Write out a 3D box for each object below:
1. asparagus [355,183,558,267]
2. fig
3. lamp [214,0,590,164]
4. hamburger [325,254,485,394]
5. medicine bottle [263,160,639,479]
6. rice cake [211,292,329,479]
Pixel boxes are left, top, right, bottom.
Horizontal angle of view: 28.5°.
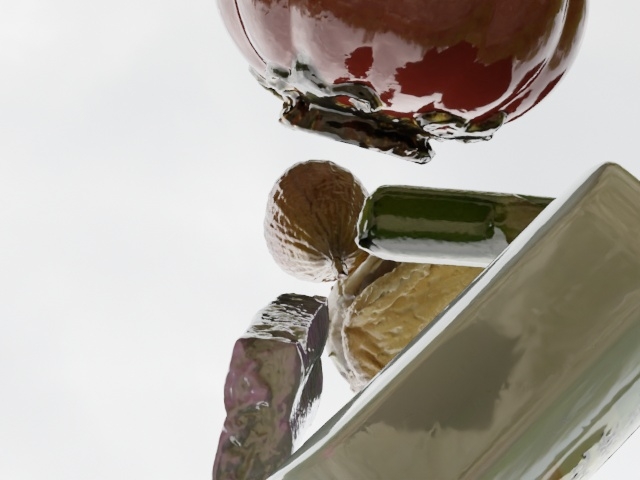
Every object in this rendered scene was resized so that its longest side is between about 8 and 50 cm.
[{"bbox_3d":[0.165,-0.004,0.908,0.278,0.067,0.060,6,-123,9],"label":"asparagus"},{"bbox_3d":[-0.006,0.002,1.179,0.119,0.119,0.153,12,-135,3],"label":"fig"},{"bbox_3d":[0.049,-0.155,0.748,0.227,0.227,0.227,4,-132,-4],"label":"lamp"},{"bbox_3d":[0.145,0.086,1.346,0.286,0.243,0.146,-2,-155,-10],"label":"hamburger"},{"bbox_3d":[0.073,0.115,0.677,0.324,0.179,0.124,-41,-111,-11],"label":"medicine bottle"},{"bbox_3d":[-0.027,0.099,0.893,0.050,0.106,0.298,7,-177,4],"label":"rice cake"}]
